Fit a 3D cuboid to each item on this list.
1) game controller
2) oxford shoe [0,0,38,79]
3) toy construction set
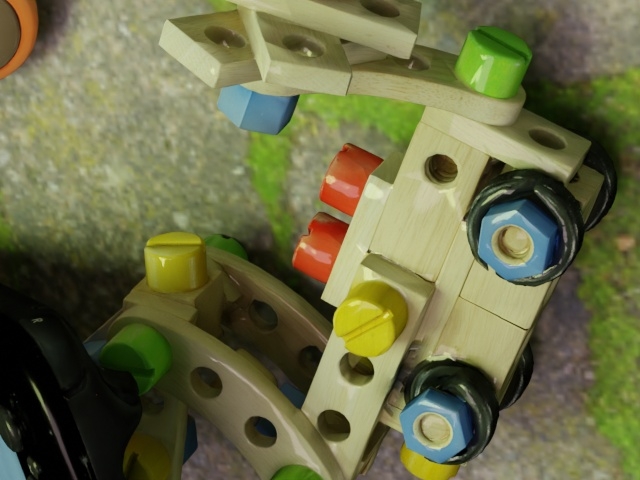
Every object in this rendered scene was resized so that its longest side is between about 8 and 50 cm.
[{"bbox_3d":[-0.152,0.095,0.926,0.319,0.067,0.166,15,117,64],"label":"game controller"},{"bbox_3d":[-0.303,-0.173,0.924,0.363,0.133,0.130,17,136,-7],"label":"oxford shoe"},{"bbox_3d":[0.000,0.000,0.862,0.215,0.151,0.328,27,135,11],"label":"toy construction set"}]
